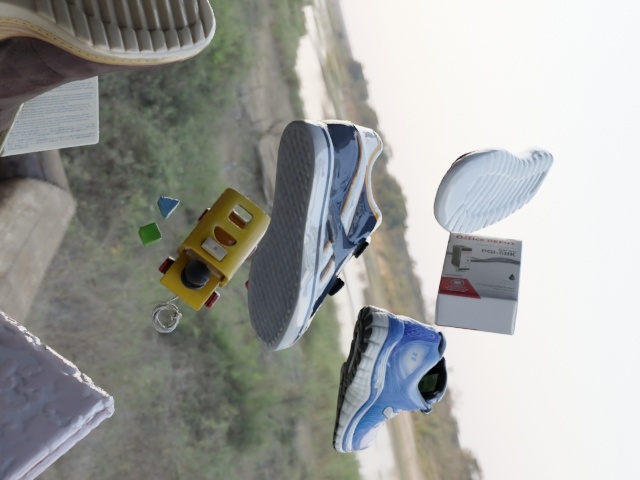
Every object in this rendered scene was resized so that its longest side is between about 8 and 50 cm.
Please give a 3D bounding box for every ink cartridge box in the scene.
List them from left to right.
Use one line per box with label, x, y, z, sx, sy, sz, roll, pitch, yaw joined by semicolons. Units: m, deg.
ink cartridge box;-0.541;-0.272;1.810;0.234;0.088;0.193;-17;114;-52
ink cartridge box;0.200;0.051;1.184;0.135;0.099;0.056;-70;163;-54

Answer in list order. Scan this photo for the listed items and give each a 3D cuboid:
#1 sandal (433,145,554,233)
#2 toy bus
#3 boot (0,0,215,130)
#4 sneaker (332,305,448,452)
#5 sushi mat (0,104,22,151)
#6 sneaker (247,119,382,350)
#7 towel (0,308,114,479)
sandal;0.284;-0.105;1.670;0.102;0.169;0.416;36;22;26
toy bus;-0.162;0.019;1.402;0.104;0.191;0.202;140;-58;-68
boot;-0.219;-0.136;0.694;0.207;0.248;0.090;143;-55;-63
sneaker;0.101;0.218;1.348;0.330;0.147;0.130;104;-5;-55
sushi mat;-0.503;-0.130;1.280;0.019;0.151;0.317;42;72;-81
sneaker;0.000;0.000;1.197;0.126;0.127;0.321;46;-48;42
towel;-0.482;0.215;1.179;0.332;0.317;0.053;31;-37;24
